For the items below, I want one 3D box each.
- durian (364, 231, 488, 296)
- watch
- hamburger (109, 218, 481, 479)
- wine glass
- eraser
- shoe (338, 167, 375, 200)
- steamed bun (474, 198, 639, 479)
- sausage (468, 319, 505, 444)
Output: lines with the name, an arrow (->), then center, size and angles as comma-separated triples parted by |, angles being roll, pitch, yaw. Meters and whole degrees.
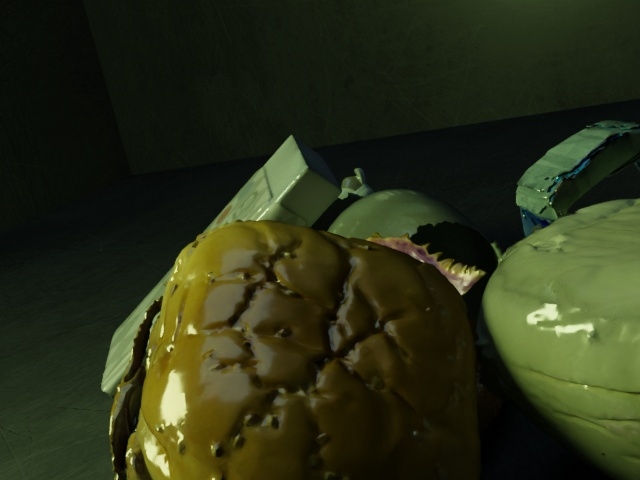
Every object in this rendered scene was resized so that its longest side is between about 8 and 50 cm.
durian -> 0.037, 0.122, 0.944 | 0.260, 0.186, 0.154 | -39, 53, -14
watch -> 0.341, -0.001, 0.940 | 0.276, 0.274, 0.068 | -27, 22, -18
hamburger -> -0.017, 0.126, 0.713 | 0.318, 0.158, 0.319 | 8, 49, -9
wine glass -> 0.091, 0.042, 1.182 | 0.238, 0.238, 0.323 | -18, 16, -18
eraser -> -0.136, 0.038, 1.223 | 0.397, 0.082, 0.213 | -47, 19, 10
shoe -> -0.021, -0.012, 1.455 | 0.316, 0.159, 0.124 | -27, -7, 24
steamed bun -> 0.319, 0.099, 0.737 | 0.334, 0.233, 0.312 | -16, 17, -23
sausage -> 0.128, 0.165, 0.917 | 0.109, 0.109, 0.270 | -4, 18, 31
